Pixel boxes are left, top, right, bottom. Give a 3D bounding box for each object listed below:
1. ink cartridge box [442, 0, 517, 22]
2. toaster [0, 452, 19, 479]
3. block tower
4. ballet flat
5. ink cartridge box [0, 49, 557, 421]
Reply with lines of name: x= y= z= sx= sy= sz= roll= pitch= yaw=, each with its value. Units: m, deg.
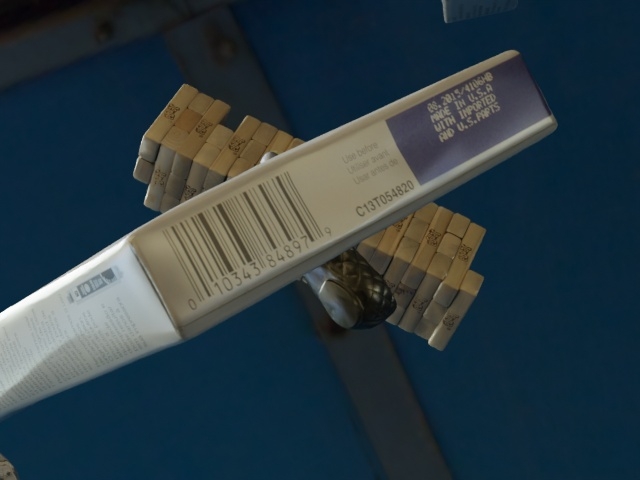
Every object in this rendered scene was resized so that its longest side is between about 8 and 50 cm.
ink cartridge box: x=0.085 y=-0.273 z=0.924 sx=0.060 sy=0.239 sz=0.275 roll=-11 pitch=-179 yaw=5
toaster: x=-0.331 y=0.220 z=1.105 sx=0.146 sy=0.129 sz=0.227 roll=30 pitch=-82 yaw=25
block tower: x=-0.006 y=-0.023 z=1.382 sx=0.335 sy=0.091 sz=0.097 roll=27 pitch=-133 yaw=3
ballet flat: x=0.000 y=0.000 z=1.190 sx=0.049 sy=0.057 sz=0.173 roll=-13 pitch=-115 yaw=-44
ink cartridge box: x=-0.043 y=0.005 z=0.630 sx=0.223 sy=0.045 sz=0.224 roll=-29 pitch=-179 yaw=-40
